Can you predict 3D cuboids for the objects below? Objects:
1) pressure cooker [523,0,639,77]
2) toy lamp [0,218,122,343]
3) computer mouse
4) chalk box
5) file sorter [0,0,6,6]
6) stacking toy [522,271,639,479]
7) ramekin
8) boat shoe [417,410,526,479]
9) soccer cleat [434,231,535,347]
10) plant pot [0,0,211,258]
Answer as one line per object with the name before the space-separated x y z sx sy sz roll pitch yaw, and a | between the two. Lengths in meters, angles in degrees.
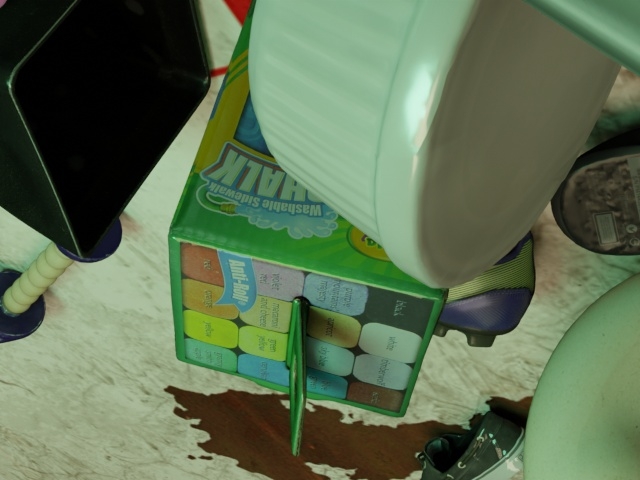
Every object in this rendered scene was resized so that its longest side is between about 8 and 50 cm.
pressure cooker | 0.241 -0.161 0.286 0.375 0.420 0.370 -17 126 -15
toy lamp | -0.289 0.038 1.185 0.080 0.080 0.274 30 141 -19
computer mouse | 0.310 -0.023 0.847 0.262 0.060 0.184 -13 123 23
chalk box | 0.000 0.000 0.815 0.179 0.289 0.180 14 146 3
file sorter | -0.255 -0.205 0.637 0.182 0.291 0.202 18 146 -7
stacking toy | 0.316 0.229 1.075 0.350 0.351 0.480 16 165 1
ramekin | 0.074 -0.122 0.648 0.127 0.273 0.273 28 152 25
boat shoe | 0.149 0.247 1.301 0.076 0.080 0.228 40 146 -3
soccer cleat | 0.043 -0.002 1.000 0.289 0.093 0.121 16 116 9
plant pot | -0.205 -0.132 0.828 0.167 0.187 0.188 19 148 20
